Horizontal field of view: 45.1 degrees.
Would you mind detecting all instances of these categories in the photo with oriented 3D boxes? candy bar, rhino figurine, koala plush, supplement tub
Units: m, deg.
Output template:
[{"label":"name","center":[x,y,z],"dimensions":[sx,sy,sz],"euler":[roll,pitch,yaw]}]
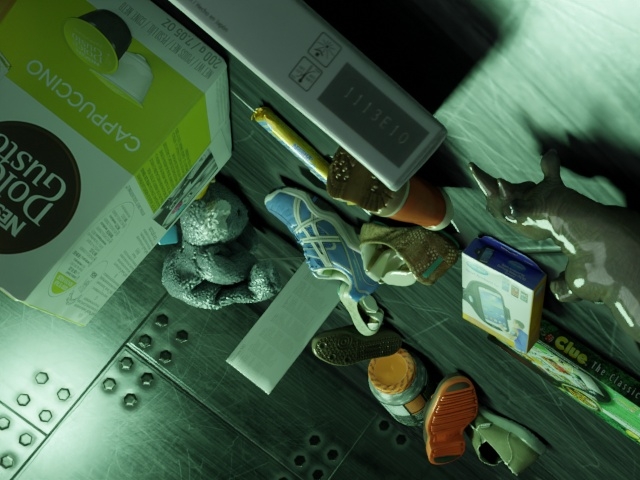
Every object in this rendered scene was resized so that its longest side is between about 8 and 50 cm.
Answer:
[{"label":"candy bar","center":[-0.015,-0.096,0.880],"dimensions":[0.161,0.018,0.040],"euler":[41,168,-16]},{"label":"rhino figurine","center":[0.202,0.016,0.526],"dimensions":[0.243,0.073,0.106],"euler":[38,172,8]},{"label":"koala plush","center":[-0.192,-0.010,1.366],"dimensions":[0.196,0.203,0.221],"euler":[-122,24,-47]},{"label":"supplement tub","center":[0.166,0.289,1.541],"dimensions":[0.117,0.117,0.190],"euler":[30,165,34]}]

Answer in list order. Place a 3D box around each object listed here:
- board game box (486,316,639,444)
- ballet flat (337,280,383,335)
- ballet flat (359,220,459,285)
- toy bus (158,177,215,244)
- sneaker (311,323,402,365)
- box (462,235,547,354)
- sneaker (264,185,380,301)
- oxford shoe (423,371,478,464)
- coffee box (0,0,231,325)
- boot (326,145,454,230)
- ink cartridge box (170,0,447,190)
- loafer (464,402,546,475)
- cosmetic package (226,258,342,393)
[{"label":"board game box","center":[0.308,0.162,0.864],"dimensions":[0.260,0.030,0.136],"euler":[35,165,16]},{"label":"ballet flat","center":[0.080,0.124,1.335],"dimensions":[0.052,0.057,0.168],"euler":[14,157,34]},{"label":"ballet flat","center":[0.083,0.017,0.889],"dimensions":[0.073,0.067,0.206],"euler":[40,168,-14]},{"label":"toy bus","center":[-0.224,-0.108,1.244],"dimensions":[0.202,0.105,0.190],"euler":[-110,18,-46]},{"label":"sneaker","center":[0.057,0.188,1.430],"dimensions":[0.189,0.066,0.071],"euler":[5,-167,-30]},{"label":"box","center":[0.182,0.053,0.776],"dimensions":[0.081,0.028,0.136],"euler":[30,155,30]},{"label":"sneaker","center":[0.000,0.000,1.038],"dimensions":[0.211,0.081,0.080],"euler":[35,169,23]},{"label":"oxford shoe","center":[0.229,0.318,1.455],"dimensions":[0.271,0.097,0.098],"euler":[93,166,-46]},{"label":"coffee box","center":[-0.341,-0.132,0.936],"dimensions":[0.338,0.334,0.338],"euler":[38,168,1]},{"label":"boot","center":[0.062,-0.050,0.733],"dimensions":[0.085,0.059,0.158],"euler":[17,-167,-28]},{"label":"ink cartridge box","center":[-0.033,-0.162,0.595],"dimensions":[0.275,0.060,0.239],"euler":[39,-167,-7]},{"label":"loafer","center":[0.317,0.374,1.480],"dimensions":[0.094,0.087,0.251],"euler":[43,167,-21]},{"label":"cosmetic package","center":[-0.058,0.154,1.402],"dimensions":[0.099,0.239,0.060],"euler":[38,168,3]}]
